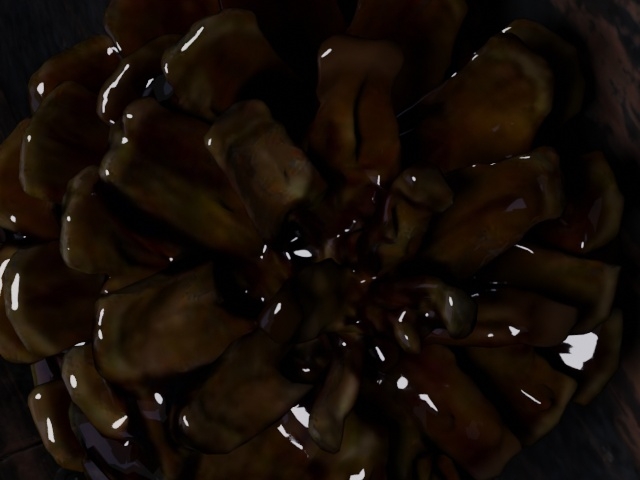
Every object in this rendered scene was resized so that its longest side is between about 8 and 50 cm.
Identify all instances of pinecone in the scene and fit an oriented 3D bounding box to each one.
[{"bbox_3d":[0.000,0.000,0.985,0.398,0.397,0.398,46,147,42],"label":"pinecone"}]
